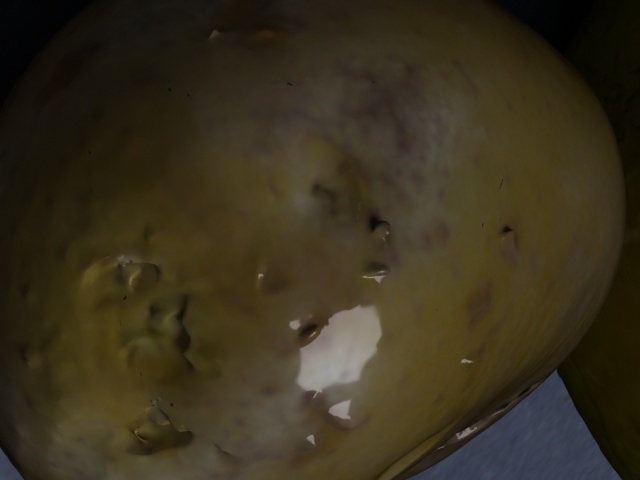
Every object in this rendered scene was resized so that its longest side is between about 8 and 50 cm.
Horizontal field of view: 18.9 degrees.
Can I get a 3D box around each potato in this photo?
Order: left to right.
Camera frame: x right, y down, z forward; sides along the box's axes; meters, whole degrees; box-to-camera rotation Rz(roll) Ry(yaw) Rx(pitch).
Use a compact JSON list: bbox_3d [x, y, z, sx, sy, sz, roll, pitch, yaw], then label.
[{"bbox_3d":[0.000,0.000,0.485,0.150,0.146,0.234,-9,177,16],"label":"potato"}]

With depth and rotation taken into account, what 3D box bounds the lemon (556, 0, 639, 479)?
[{"bbox_3d":[0.205,-0.004,0.636,0.293,0.293,0.293,-37,151,-24],"label":"lemon"}]
